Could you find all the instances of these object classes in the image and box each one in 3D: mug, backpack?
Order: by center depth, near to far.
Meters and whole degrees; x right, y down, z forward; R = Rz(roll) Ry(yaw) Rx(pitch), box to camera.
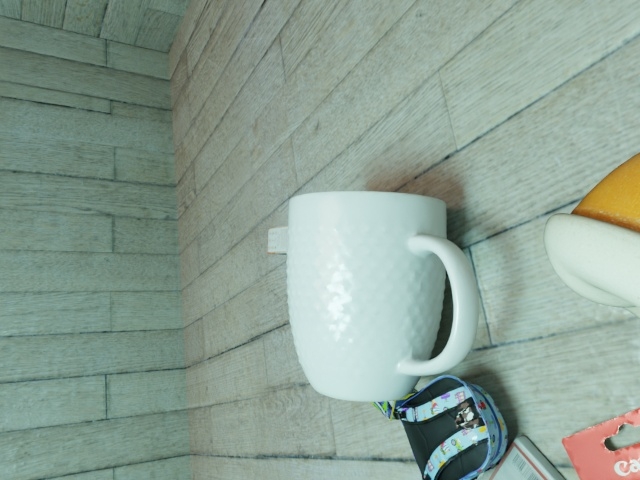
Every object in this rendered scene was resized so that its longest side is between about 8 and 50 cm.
[{"bbox_3d":[0.217,0.292,0.815,0.173,0.116,0.158,-56,42,42],"label":"backpack"},{"bbox_3d":[0.103,0.095,0.868,0.374,0.276,0.328,-2,85,55],"label":"mug"}]

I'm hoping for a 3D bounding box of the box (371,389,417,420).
[{"bbox_3d":[0.116,0.287,1.039,0.169,0.059,0.054,31,115,56],"label":"box"}]

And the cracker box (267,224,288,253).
[{"bbox_3d":[0.000,0.000,1.163,0.232,0.155,0.067,-3,84,58],"label":"cracker box"}]

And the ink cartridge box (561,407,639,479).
[{"bbox_3d":[0.384,0.308,0.578,0.181,0.056,0.225,-45,51,37],"label":"ink cartridge box"}]

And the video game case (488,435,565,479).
[{"bbox_3d":[0.297,0.463,0.757,0.204,0.025,0.285,50,129,48],"label":"video game case"}]

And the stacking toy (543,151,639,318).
[{"bbox_3d":[0.436,-0.100,0.379,0.480,0.350,0.350,-61,36,8],"label":"stacking toy"}]
